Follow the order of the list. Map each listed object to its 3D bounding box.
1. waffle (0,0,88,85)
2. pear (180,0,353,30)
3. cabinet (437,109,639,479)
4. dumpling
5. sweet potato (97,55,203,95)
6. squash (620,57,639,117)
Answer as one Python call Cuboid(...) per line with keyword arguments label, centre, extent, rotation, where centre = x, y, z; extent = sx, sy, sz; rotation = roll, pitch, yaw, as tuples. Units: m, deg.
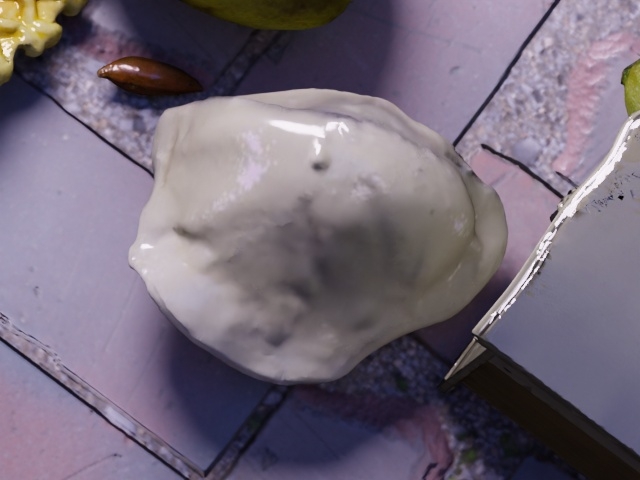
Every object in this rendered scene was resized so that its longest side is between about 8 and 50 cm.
Cuboid(label="waffle", centre=(-0.329, -0.252, 1.637), extent=(0.261, 0.056, 0.250), rotation=(32, 59, 3))
Cuboid(label="pear", centre=(-0.080, -0.321, 1.606), extent=(0.269, 0.269, 0.321), rotation=(-43, 97, -12))
Cuboid(label="cabinet", centre=(0.279, 0.093, 1.516), extent=(0.290, 0.318, 0.227), rotation=(36, 79, 4))
Cuboid(label="dumpling", centre=(0.000, 0.000, 1.576), extent=(0.318, 0.187, 0.242), rotation=(18, 74, -4))
Cuboid(label="sweet potato", centre=(-0.150, -0.143, 1.674), extent=(0.095, 0.034, 0.034), rotation=(10, 77, -14))
Cuboid(label="squash", centre=(0.346, -0.100, 1.669), extent=(0.187, 0.123, 0.123), rotation=(40, 78, 8))
